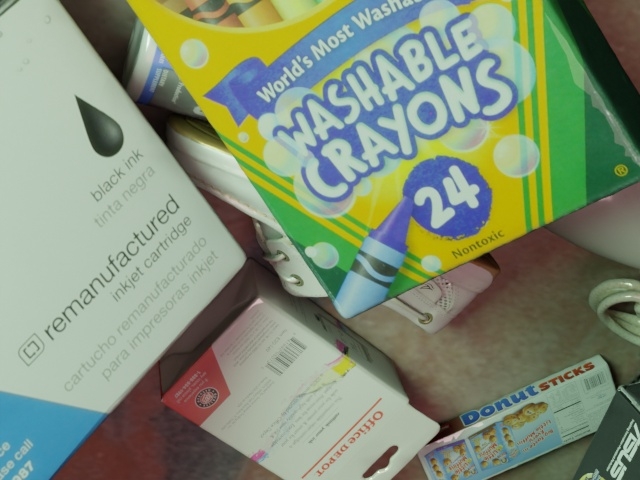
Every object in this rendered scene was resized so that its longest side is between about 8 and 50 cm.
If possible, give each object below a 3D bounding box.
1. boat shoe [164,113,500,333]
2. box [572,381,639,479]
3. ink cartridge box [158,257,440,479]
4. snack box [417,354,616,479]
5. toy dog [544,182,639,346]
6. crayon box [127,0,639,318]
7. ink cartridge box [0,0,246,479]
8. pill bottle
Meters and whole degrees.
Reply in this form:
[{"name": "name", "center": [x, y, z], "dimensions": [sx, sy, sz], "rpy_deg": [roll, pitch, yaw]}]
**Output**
[{"name": "boat shoe", "center": [0.000, 0.000, 0.793], "dimensions": [0.277, 0.098, 0.096], "rpy_deg": [25, 108, -23]}, {"name": "box", "center": [0.274, 0.212, 0.842], "dimensions": [0.216, 0.060, 0.270], "rpy_deg": [-5, 128, -29]}, {"name": "ink cartridge box", "center": [-0.015, 0.120, 0.868], "dimensions": [0.198, 0.067, 0.115], "rpy_deg": [38, 104, -24]}, {"name": "snack box", "center": [0.171, 0.162, 0.953], "dimensions": [0.178, 0.022, 0.064], "rpy_deg": [-24, 120, 1]}, {"name": "toy dog", "center": [0.236, -0.053, 0.787], "dimensions": [0.334, 0.220, 0.161], "rpy_deg": [33, 70, -30]}, {"name": "crayon box", "center": [0.016, -0.136, 0.616], "dimensions": [0.203, 0.083, 0.323], "rpy_deg": [-28, 103, 28]}, {"name": "ink cartridge box", "center": [-0.271, -0.041, 0.609], "dimensions": [0.285, 0.166, 0.395], "rpy_deg": [-49, 122, -26]}, {"name": "pill bottle", "center": [-0.056, -0.114, 0.734], "dimensions": [0.137, 0.078, 0.078], "rpy_deg": [13, 113, -18]}]
